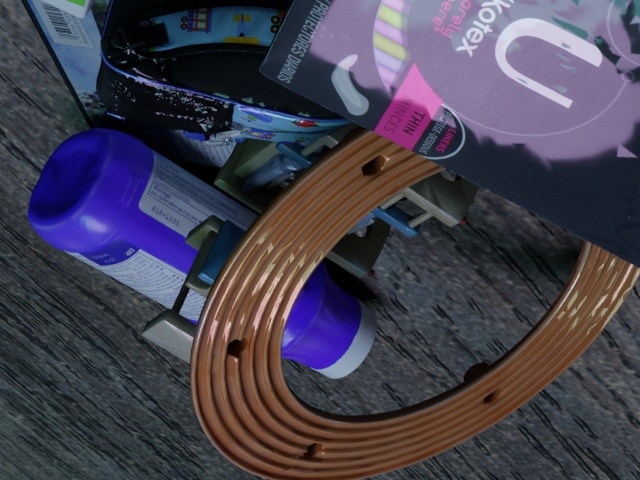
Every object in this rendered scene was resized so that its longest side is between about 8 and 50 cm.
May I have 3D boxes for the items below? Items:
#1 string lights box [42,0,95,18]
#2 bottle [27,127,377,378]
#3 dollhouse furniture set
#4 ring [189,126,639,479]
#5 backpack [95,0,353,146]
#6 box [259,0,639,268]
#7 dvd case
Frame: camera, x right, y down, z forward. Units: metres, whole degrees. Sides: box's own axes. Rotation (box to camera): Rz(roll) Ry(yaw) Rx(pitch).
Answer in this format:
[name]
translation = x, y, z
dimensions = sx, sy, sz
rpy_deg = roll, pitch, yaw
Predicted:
[string lights box]
translation = -0.153, -0.251, 0.907
dimensions = 0.133, 0.077, 0.260
rpy_deg = 24, 144, -2
[bottle]
translation = -0.079, 0.017, 1.273
dimensions = 0.283, 0.092, 0.118
rpy_deg = 31, 163, -30
[dollhouse furniture set]
translation = 0.000, 0.000, 1.072
dimensions = 0.129, 0.184, 0.129
rpy_deg = 32, 150, -16
[ring]
translation = 0.069, 0.026, 1.045
dimensions = 0.032, 0.336, 0.337
rpy_deg = 54, 172, 39
[backpack]
translation = -0.032, -0.128, 0.978
dimensions = 0.173, 0.158, 0.117
rpy_deg = 13, 159, -5
[box]
translation = 0.133, -0.116, 0.847
dimensions = 0.270, 0.143, 0.165
rpy_deg = 26, 135, -4
[dvd case]
translation = -0.070, -0.105, 1.163
dimensions = 0.253, 0.022, 0.180
rpy_deg = 10, 148, 23
